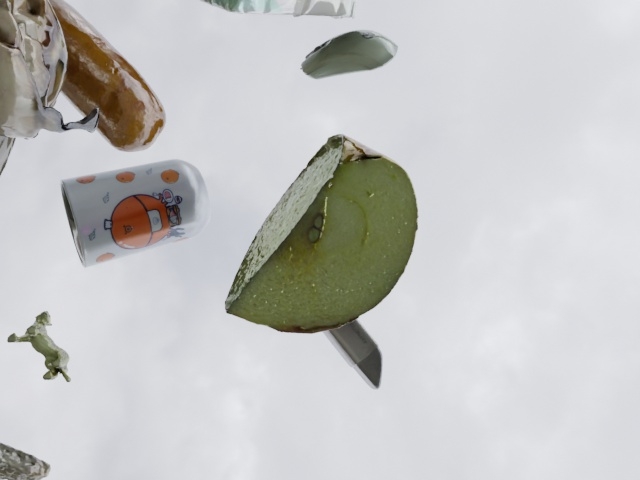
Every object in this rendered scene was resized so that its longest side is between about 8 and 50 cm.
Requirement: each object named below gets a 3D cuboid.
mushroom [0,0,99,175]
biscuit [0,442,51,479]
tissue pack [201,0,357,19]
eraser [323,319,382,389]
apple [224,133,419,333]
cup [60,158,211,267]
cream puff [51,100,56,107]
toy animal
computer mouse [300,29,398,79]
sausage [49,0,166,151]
[{"bbox_3d":[-0.353,-0.180,0.629,0.295,0.362,0.361,10,-99,-6],"label":"mushroom"},{"bbox_3d":[-0.507,0.292,0.964,0.133,0.250,0.032,-49,-162,49],"label":"biscuit"},{"bbox_3d":[-0.053,-0.548,1.090,0.194,0.266,0.356,35,-55,44],"label":"tissue pack"},{"bbox_3d":[0.009,0.128,1.293,0.061,0.089,0.352,-38,-98,-12],"label":"eraser"},{"bbox_3d":[0.000,0.000,1.109,0.254,0.179,0.346,42,-80,32],"label":"apple"},{"bbox_3d":[-0.440,-0.078,1.659,0.212,0.318,0.212,45,-36,48],"label":"cup"},{"bbox_3d":[-0.363,-0.186,0.825,0.083,0.083,0.058,42,-53,16],"label":"cream puff"},{"bbox_3d":[-0.634,0.255,1.610,0.073,0.136,0.181,-41,-88,0],"label":"toy animal"},{"bbox_3d":[0.039,-0.321,1.162,0.182,0.056,0.089,-4,-142,28],"label":"computer mouse"},{"bbox_3d":[-0.320,-0.235,0.936,0.270,0.109,0.109,46,-71,2],"label":"sausage"}]
